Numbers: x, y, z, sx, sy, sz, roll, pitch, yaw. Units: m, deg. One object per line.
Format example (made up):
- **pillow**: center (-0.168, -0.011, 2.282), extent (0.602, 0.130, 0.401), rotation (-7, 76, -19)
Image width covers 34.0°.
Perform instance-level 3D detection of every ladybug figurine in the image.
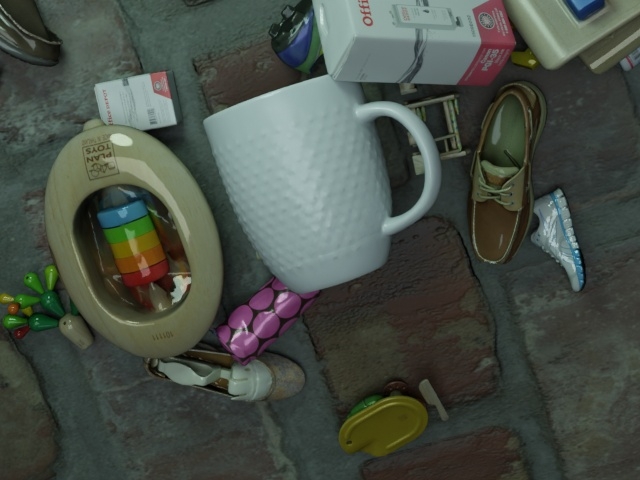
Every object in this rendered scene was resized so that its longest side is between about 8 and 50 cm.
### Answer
- **ladybug figurine**: center (-0.327, -0.010, 1.892), extent (0.305, 0.162, 0.449), rotation (-12, 105, 8)

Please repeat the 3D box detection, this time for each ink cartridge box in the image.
- **ink cartridge box**: center (0.146, -0.366, 1.694), extent (0.283, 0.117, 0.207), rotation (-1, 62, -20)
- **ink cartridge box**: center (-0.328, -0.249, 1.895), extent (0.135, 0.056, 0.099), rotation (-9, 103, 8)

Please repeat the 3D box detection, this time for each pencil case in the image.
- **pencil case**: center (-0.099, 0.129, 1.930), extent (0.209, 0.098, 0.095), rotation (-40, 134, -4)

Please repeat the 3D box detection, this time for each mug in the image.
- **mug**: center (0.024, -0.101, 1.752), extent (0.374, 0.276, 0.328), rotation (-16, 95, 27)

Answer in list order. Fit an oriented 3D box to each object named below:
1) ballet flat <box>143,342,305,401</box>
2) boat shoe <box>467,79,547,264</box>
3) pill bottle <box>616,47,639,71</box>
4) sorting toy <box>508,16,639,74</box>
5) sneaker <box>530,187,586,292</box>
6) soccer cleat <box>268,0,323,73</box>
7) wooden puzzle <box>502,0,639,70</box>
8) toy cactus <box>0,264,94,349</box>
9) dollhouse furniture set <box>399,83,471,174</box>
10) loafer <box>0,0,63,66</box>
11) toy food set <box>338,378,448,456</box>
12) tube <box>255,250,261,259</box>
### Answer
- **ballet flat**: center (-0.188, 0.255, 1.978), extent (0.316, 0.106, 0.107), rotation (9, 104, 3)
- **boat shoe**: center (0.311, -0.118, 1.824), extent (0.122, 0.120, 0.324), rotation (10, 102, 22)
- **pill bottle**: center (0.556, -0.366, 1.771), extent (0.160, 0.087, 0.087), rotation (-37, 98, 12)
- **sorting toy**: center (0.440, -0.395, 1.753), extent (0.307, 0.041, 0.229), rotation (-37, 68, 12)
- **sneaker**: center (0.425, 0.006, 1.889), extent (0.083, 0.071, 0.190), rotation (-17, 93, 15)
- **soccer cleat**: center (0.035, -0.416, 1.821), extent (0.289, 0.093, 0.121), rotation (-47, 126, 9)
- **wooden puzzle**: center (0.430, -0.499, 1.696), extent (0.348, 0.080, 0.322), rotation (-34, 74, 13)
- **toy cactus**: center (-0.497, 0.133, 1.989), extent (0.219, 0.112, 0.180), rotation (-36, 108, 4)
- **dollhouse furniture set**: center (0.195, -0.221, 1.800), extent (0.101, 0.161, 0.182), rotation (-12, 103, 8)
- **loafer**: center (-0.577, -0.459, 1.827), extent (0.130, 0.134, 0.366), rotation (-41, 97, 13)
- **toy food set**: center (0.132, 0.328, 1.993), extent (0.218, 0.071, 0.128), rotation (-31, 123, 13)
- **tube**: center (0.000, 0.000, 1.929), extent (0.240, 0.062, 0.070), rotation (-4, 144, 2)
